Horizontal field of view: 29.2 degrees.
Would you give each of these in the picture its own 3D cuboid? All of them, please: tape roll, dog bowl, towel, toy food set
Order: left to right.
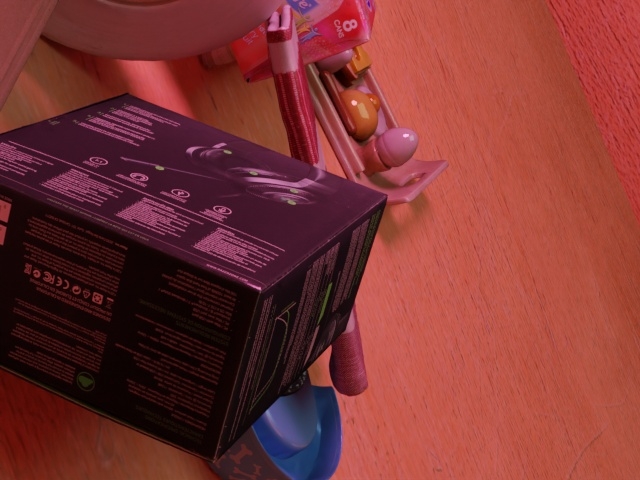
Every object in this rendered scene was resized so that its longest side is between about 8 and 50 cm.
[{"bbox_3d":[-0.155,-0.286,1.041,0.286,0.286,0.100,40,36,-43],"label":"tape roll"},{"bbox_3d":[-0.071,0.090,1.131,0.166,0.074,0.297,15,56,-59],"label":"dog bowl"},{"bbox_3d":[-0.009,-0.046,1.144,0.237,0.037,0.329,-97,175,-75],"label":"towel"},{"bbox_3d":[0.067,-0.207,1.635,0.306,0.092,0.220,64,25,-7],"label":"toy food set"}]

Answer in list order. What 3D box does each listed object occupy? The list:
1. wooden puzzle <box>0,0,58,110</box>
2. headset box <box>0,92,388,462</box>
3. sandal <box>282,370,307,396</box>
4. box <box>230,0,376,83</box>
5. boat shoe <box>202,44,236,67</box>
[{"bbox_3d":[-0.265,-0.215,0.871,0.239,0.044,0.221,-60,148,-4],"label":"wooden puzzle"},{"bbox_3d":[-0.111,0.006,0.909,0.283,0.246,0.131,-39,148,-64],"label":"headset box"},{"bbox_3d":[-0.094,0.083,1.019,0.040,0.179,0.067,90,19,-63],"label":"sandal"},{"bbox_3d":[-0.027,-0.287,1.360,0.300,0.142,0.154,-76,148,-73],"label":"box"},{"bbox_3d":[-0.119,-0.260,1.377,0.056,0.048,0.153,56,18,-60],"label":"boat shoe"}]
